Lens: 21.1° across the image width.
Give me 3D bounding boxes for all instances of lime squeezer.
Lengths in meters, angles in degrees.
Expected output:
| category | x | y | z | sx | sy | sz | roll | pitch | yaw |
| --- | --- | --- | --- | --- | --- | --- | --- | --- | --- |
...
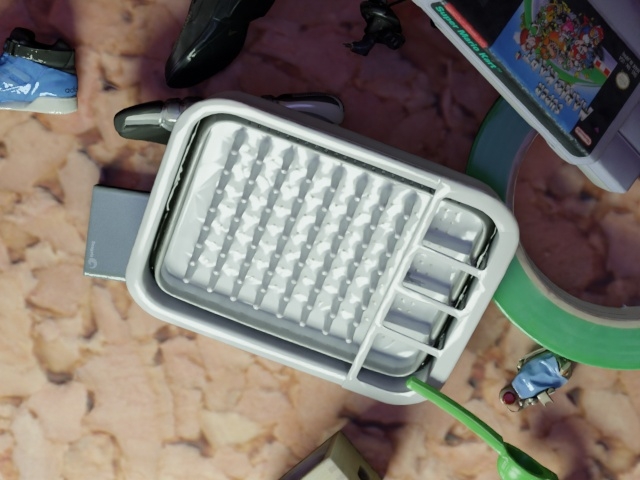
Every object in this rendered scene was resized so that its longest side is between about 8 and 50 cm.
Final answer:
| category | x | y | z | sx | sy | sz | roll | pitch | yaw |
| --- | --- | --- | --- | --- | --- | --- | --- | --- | --- |
| lime squeezer | 0.189 | 0.253 | 1.714 | 0.110 | 0.059 | 0.310 | -15 | 109 | 22 |

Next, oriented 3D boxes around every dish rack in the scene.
| category | x | y | z | sx | sy | sz | roll | pitch | yaw |
| --- | --- | --- | --- | --- | --- | --- | --- | --- | --- |
| dish rack | 0.000 | 0.000 | 1.638 | 0.333 | 0.072 | 0.285 | 20 | 130 | -4 |

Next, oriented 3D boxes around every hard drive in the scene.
| category | x | y | z | sx | sy | sz | roll | pitch | yaw |
| --- | --- | --- | --- | --- | --- | --- | --- | --- | --- |
| hard drive | -0.168 | -0.001 | 1.736 | 0.135 | 0.022 | 0.094 | 8 | 98 | 5 |

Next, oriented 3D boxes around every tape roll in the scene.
| category | x | y | z | sx | sy | sz | roll | pitch | yaw |
| --- | --- | --- | --- | --- | --- | --- | --- | --- | --- |
| tape roll | 0.298 | -0.039 | 1.659 | 0.321 | 0.077 | 0.321 | 1 | 97 | 5 |

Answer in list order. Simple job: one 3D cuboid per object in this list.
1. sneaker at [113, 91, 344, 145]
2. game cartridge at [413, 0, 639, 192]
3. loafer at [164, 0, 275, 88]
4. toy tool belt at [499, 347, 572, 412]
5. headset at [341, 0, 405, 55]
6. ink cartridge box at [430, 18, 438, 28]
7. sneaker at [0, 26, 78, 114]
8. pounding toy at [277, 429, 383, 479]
| category | x | y | z | sx | sy | sz | roll | pitch | yaw |
| --- | --- | --- | --- | --- | --- | --- | --- | --- | --- |
| sneaker | -0.089 | -0.075 | 1.689 | 0.229 | 0.086 | 0.132 | -2 | 99 | 5 |
| game cartridge | 0.215 | -0.225 | 1.473 | 0.355 | 0.068 | 0.230 | 41 | 75 | -33 |
| loafer | -0.103 | -0.217 | 1.673 | 0.170 | 0.062 | 0.061 | -46 | 62 | 31 |
| toy tool belt | 0.212 | 0.140 | 1.702 | 0.083 | 0.051 | 0.052 | -35 | 93 | 9 |
| headset | -0.007 | -0.374 | 1.638 | 0.243 | 0.185 | 0.394 | -23 | 79 | 5 |
| ink cartridge box | 0.166 | -0.302 | 1.578 | 0.088 | 0.193 | 0.234 | 10 | 99 | 0 |
| sneaker | -0.317 | -0.172 | 1.708 | 0.152 | 0.058 | 0.084 | 3 | 103 | 1 |
| pounding toy | -0.004 | 0.280 | 1.696 | 0.130 | 0.141 | 0.100 | -40 | 92 | 9 |
